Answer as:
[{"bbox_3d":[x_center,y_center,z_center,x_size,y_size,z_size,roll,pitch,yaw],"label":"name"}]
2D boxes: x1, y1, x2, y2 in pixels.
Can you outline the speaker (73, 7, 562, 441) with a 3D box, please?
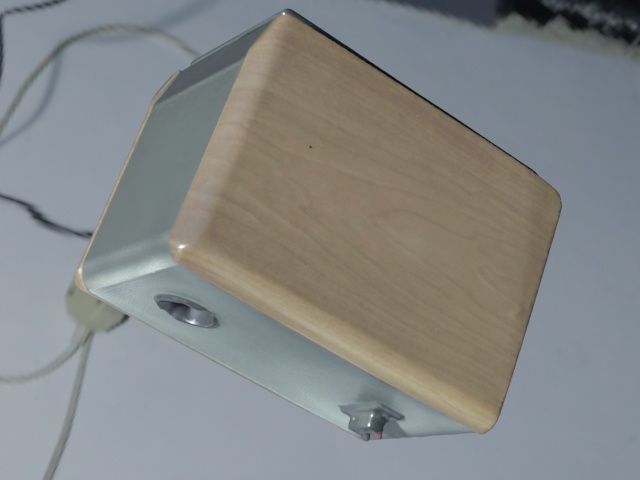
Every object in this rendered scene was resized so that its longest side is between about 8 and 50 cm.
[{"bbox_3d":[0.000,0.000,0.935,0.231,0.153,0.192,31,66,-24],"label":"speaker"}]
